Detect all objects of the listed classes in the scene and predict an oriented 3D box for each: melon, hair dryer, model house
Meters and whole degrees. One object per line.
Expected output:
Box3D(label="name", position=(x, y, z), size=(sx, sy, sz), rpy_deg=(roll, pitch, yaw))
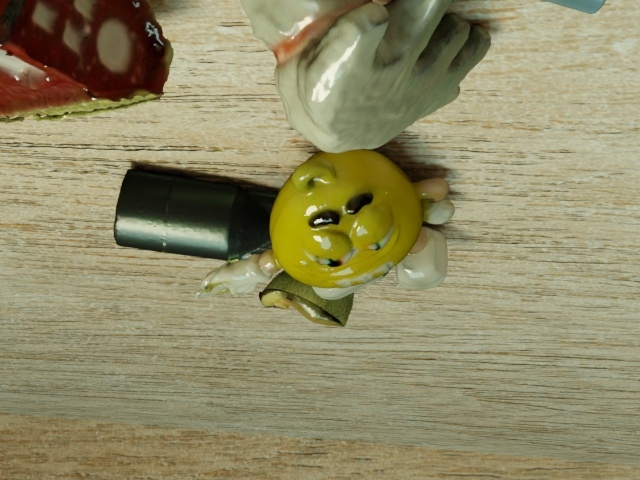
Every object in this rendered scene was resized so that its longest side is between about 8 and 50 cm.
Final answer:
Box3D(label="melon", position=(-0.019, 0.070, 2.348), size=(0.160, 0.128, 0.079), rpy_deg=(12, 143, 35))
Box3D(label="hair dryer", position=(-0.168, -0.016, 2.217), size=(0.244, 0.116, 0.302), rpy_deg=(10, 172, 1))
Box3D(label="model house", position=(-0.293, -0.216, 1.606), size=(0.196, 0.160, 0.254), rpy_deg=(-5, 158, 38))

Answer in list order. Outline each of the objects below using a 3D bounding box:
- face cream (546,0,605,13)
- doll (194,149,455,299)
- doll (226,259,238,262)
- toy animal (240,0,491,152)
Box3D(label="face cream", position=(0.142, -0.274, 1.327), size=(0.250, 0.077, 0.077), rpy_deg=(15, 160, -10))
Box3D(label="doll", position=(0.029, -0.002, 2.005), size=(0.423, 0.161, 0.348), rpy_deg=(2, 149, -48))
Box3D(label="doll", position=(-0.079, 0.023, 2.306), size=(0.162, 0.062, 0.106), rpy_deg=(0, 166, 26))
Box3D(label="toy animal", position=(0.036, -0.210, 1.467), size=(0.188, 0.308, 0.266), rpy_deg=(35, 136, 20))
